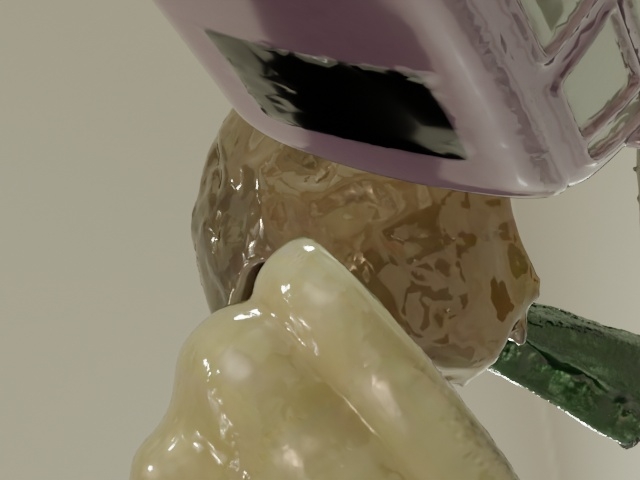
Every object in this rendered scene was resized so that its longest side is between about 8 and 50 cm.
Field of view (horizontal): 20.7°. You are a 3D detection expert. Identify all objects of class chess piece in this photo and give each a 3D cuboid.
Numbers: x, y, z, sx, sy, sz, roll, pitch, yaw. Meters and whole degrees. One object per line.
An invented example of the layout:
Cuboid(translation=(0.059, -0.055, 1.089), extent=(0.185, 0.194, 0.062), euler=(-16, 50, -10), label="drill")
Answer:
Cuboid(translation=(-0.069, 0.151, 0.729), extent=(0.300, 0.167, 0.167), euler=(-39, -76, -8), label="chess piece")

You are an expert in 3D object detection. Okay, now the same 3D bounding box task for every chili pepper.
Cuboid(translation=(0.149, 0.065, 1.258), extent=(0.227, 0.059, 0.088), euler=(29, -110, -20), label="chili pepper")

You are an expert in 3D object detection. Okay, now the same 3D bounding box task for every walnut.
Cuboid(translation=(0.001, -0.012, 0.967), extent=(0.141, 0.238, 0.204), euler=(-3, -98, -26), label="walnut")

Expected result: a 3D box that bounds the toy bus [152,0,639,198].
Cuboid(translation=(0.025, -0.105, 0.488), extent=(0.142, 0.142, 0.202), euler=(-69, -28, -17), label="toy bus")

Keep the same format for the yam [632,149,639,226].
Cuboid(translation=(0.230, -0.026, 1.027), extent=(0.093, 0.093, 0.259), euler=(11, -115, -25), label="yam")
